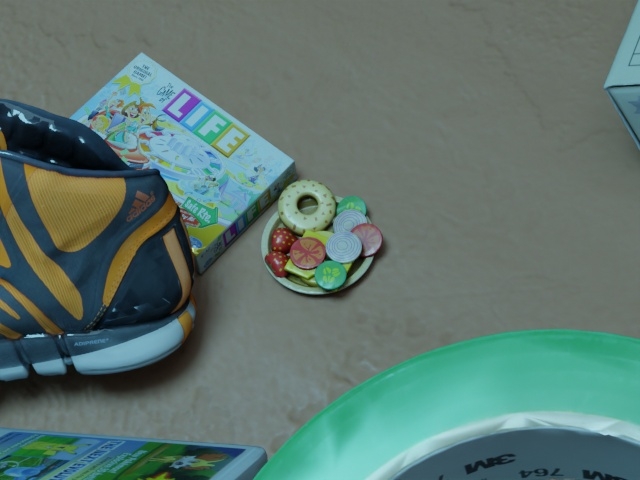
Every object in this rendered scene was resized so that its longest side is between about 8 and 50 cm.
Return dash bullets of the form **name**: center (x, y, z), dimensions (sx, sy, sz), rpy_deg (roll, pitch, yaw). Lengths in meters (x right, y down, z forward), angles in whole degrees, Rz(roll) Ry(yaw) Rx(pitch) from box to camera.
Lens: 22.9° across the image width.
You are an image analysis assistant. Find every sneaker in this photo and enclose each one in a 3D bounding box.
- **sneaker**: center (-0.246, 0.005, 1.012), dimensions (0.321, 0.180, 0.124), rpy_deg (-12, 32, -9)

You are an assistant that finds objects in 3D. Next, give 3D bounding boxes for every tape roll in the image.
- **tape roll**: center (0.101, 0.199, 0.692), dimensions (0.321, 0.077, 0.321), rpy_deg (-5, 62, 9)

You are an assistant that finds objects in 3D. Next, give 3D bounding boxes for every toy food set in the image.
- **toy food set**: center (0.000, 0.000, 1.102), dimensions (0.083, 0.020, 0.083), rpy_deg (22, 64, 15)

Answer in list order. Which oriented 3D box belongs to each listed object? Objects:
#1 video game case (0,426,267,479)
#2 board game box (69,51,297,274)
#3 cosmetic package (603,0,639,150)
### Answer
- **video game case**: center (-0.215, 0.155, 0.862), dimensions (0.300, 0.329, 0.036), rpy_deg (2, 96, 14)
- **board game box**: center (-0.108, -0.058, 1.139), dimensions (0.154, 0.026, 0.103), rpy_deg (36, 68, 21)
- **cosmetic package**: center (0.332, -0.194, 1.106), dimensions (0.160, 0.113, 0.309), rpy_deg (4, 58, 39)
